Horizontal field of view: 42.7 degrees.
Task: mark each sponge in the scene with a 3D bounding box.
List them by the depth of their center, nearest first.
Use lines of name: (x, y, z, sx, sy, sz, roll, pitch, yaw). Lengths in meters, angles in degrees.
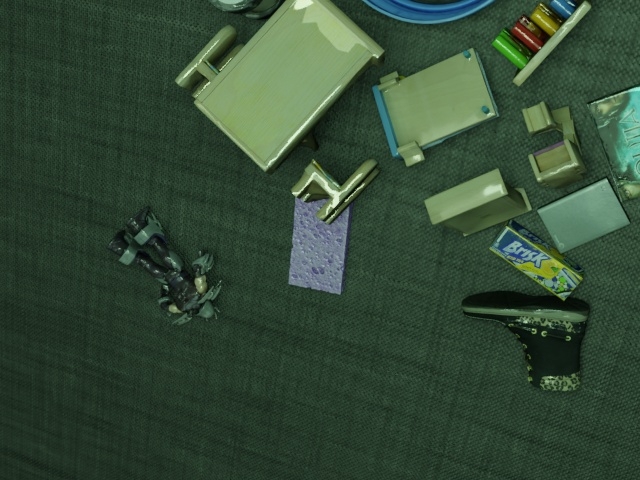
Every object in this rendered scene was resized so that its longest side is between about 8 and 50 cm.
sponge: (0.000, 0.000, 1.669, 0.117, 0.031, 0.210, 12, 112, 16)

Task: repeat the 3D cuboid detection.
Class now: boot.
boot: (0.388, 0.193, 1.565, 0.236, 0.085, 0.179, 3, 112, 19)

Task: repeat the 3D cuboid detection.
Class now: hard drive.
hard drive: (0.475, -0.045, 1.481, 0.135, 0.022, 0.094, -27, 98, 27)

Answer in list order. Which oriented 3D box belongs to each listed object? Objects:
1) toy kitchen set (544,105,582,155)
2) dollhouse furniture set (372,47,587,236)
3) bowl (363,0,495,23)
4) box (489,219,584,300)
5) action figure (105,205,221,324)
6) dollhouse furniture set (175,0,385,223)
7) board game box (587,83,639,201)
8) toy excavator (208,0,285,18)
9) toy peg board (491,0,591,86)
toy kitchen set: (0.413, -0.174, 1.437, 0.075, 0.083, 0.068, -13, 145, 24)
dollhouse furniture set: (0.286, -0.198, 1.455, 0.286, 0.198, 0.304, -23, 75, 22)
bowl: (0.190, -0.561, 1.356, 0.391, 0.077, 0.391, 7, 108, 23)
box: (0.401, 0.033, 1.519, 0.169, 0.054, 0.059, 35, 117, 5)
action figure: (-0.321, 0.067, 1.781, 0.185, 0.099, 0.285, -42, 95, 20)
dollhouse furniture set: (-0.039, -0.247, 1.422, 0.362, 0.394, 0.256, 44, 93, 4)
board game box: (0.549, -0.171, 1.406, 0.126, 0.026, 0.186, -19, 101, 25)
toy excavator: (-0.092, -0.664, 1.396, 0.445, 0.222, 0.433, -38, 92, 13)
toy peg board: (0.355, -0.351, 1.336, 0.079, 0.161, 0.161, 40, 117, -1)
